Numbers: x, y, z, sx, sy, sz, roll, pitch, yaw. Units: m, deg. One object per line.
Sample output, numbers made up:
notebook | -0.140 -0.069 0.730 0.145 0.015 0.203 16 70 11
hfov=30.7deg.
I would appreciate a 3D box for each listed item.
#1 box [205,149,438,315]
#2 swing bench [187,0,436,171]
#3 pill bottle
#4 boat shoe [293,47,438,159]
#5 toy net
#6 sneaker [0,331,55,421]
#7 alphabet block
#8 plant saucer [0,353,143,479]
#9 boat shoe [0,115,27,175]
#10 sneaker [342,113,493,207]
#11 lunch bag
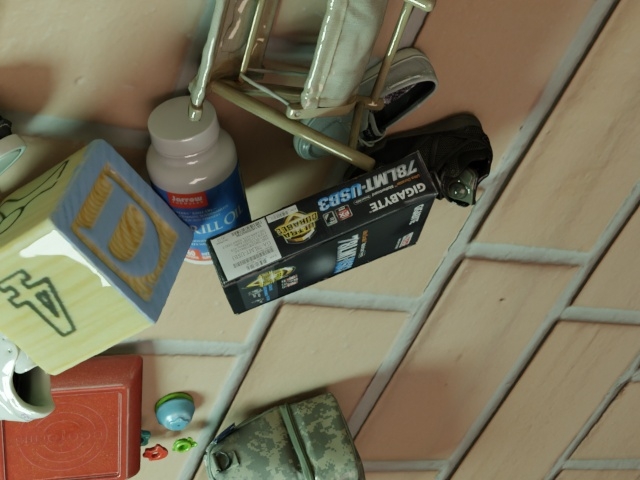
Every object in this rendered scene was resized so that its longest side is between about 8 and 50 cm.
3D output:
box | 0.000 0.000 1.569 0.293 0.073 0.295 -21 170 -6
swing bench | -0.013 -0.259 1.440 0.254 0.165 0.253 17 128 -5
pill bottle | -0.168 -0.082 1.579 0.124 0.124 0.222 -18 136 -7
boat shoe | 0.063 -0.177 1.623 0.227 0.081 0.079 -35 136 10
toy net | -0.324 0.326 1.963 0.232 0.045 0.122 -8 135 -15
sneaker | -0.418 0.100 1.571 0.114 0.152 0.305 -24 111 -49
alphabet block | -0.314 0.022 1.499 0.197 0.192 0.193 -26 117 30
plant saucer | -0.411 0.303 1.852 0.258 0.048 0.259 -2 124 -14
boat shoe | -0.505 -0.065 1.471 0.302 0.091 0.114 -36 180 10
sneaker | 0.149 -0.097 1.707 0.227 0.130 0.087 -19 135 -3
lunch bag | -0.059 0.441 2.069 0.256 0.213 0.305 -17 136 -9
